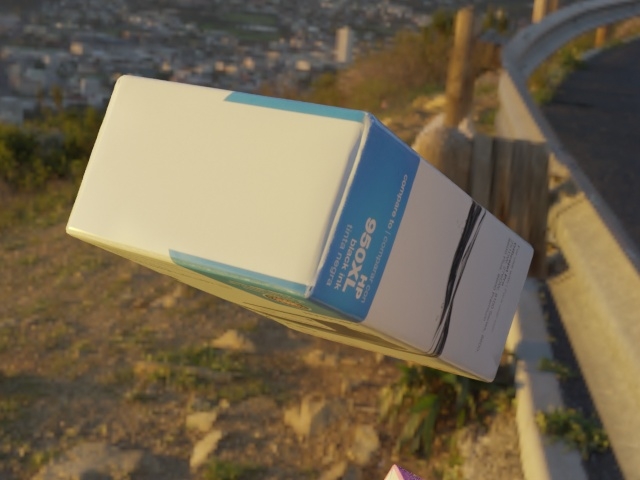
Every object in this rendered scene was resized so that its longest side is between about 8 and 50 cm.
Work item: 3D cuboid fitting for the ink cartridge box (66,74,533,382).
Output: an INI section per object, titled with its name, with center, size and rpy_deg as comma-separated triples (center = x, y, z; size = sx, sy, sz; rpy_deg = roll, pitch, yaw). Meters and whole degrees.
[ink cartridge box]
center = 0.000, 0.000, 1.105
size = 0.286, 0.166, 0.395
rpy_deg = 13, -9, 34

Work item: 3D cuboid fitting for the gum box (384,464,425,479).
[gum box]
center = 0.093, 0.223, 0.701
size = 0.107, 0.062, 0.188
rpy_deg = 30, 6, -12
